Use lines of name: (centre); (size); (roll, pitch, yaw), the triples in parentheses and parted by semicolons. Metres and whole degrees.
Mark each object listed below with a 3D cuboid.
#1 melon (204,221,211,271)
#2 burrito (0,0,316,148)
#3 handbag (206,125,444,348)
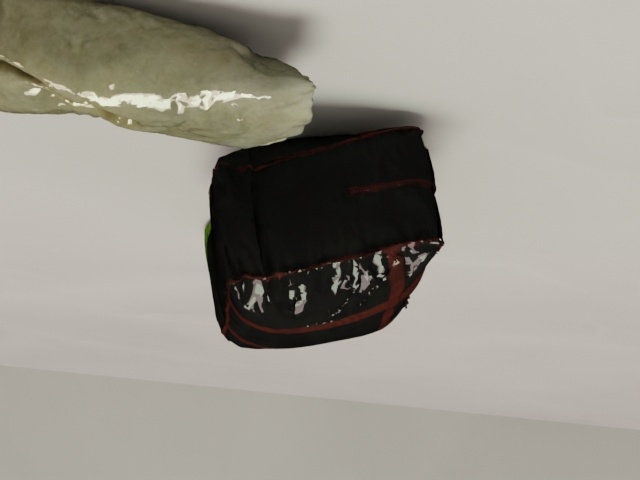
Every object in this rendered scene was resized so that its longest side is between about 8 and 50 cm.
melon: (-0.029, 0.011, 1.109); (0.209, 0.064, 0.118); (-6, 166, 44)
burrito: (-0.198, -0.109, 0.687); (0.392, 0.076, 0.117); (7, 166, -9)
handbag: (0.000, 0.000, 0.878); (0.169, 0.155, 0.215); (-7, 165, -8)
